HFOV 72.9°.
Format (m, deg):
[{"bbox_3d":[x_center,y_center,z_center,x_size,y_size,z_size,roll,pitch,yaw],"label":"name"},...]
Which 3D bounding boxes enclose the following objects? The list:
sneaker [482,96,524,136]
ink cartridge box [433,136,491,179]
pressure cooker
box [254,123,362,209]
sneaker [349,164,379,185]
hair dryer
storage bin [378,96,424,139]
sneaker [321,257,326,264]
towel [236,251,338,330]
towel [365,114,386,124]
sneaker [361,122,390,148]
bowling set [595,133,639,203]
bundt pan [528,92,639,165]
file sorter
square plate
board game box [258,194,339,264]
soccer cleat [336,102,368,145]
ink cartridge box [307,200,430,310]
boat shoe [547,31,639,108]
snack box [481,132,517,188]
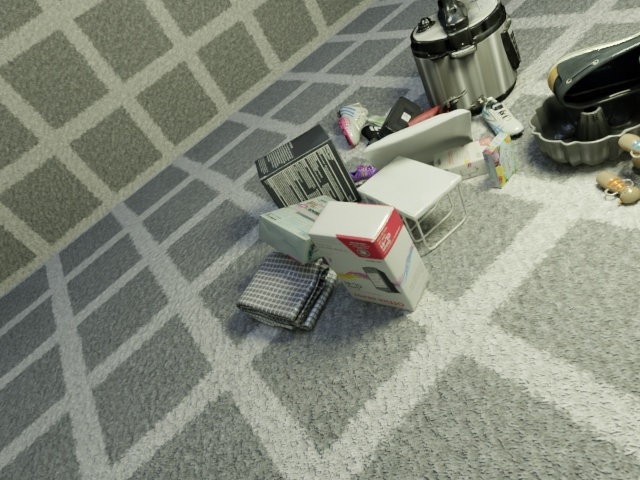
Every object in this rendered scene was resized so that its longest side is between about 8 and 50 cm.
[{"bbox_3d":[0.649,-0.444,1.561,0.085,0.086,0.237,-25,38,8],"label":"sneaker"},{"bbox_3d":[0.496,-0.270,1.490,0.198,0.067,0.115,-14,40,22],"label":"ink cartridge box"},{"bbox_3d":[0.552,-0.746,1.698,0.375,0.420,0.370,-42,36,-13],"label":"pressure cooker"},{"bbox_3d":[-0.044,-0.228,1.654,0.294,0.296,0.182,-29,36,4],"label":"box"},{"bbox_3d":[0.178,-0.271,1.694,0.170,0.071,0.068,-22,30,39],"label":"sneaker"},{"bbox_3d":[0.450,-0.491,1.625,0.224,0.080,0.293,-7,-12,-43],"label":"hair dryer"},{"bbox_3d":[0.331,-0.481,1.774,0.180,0.122,0.084,-62,5,-21],"label":"storage bin"},{"bbox_3d":[0.000,0.000,1.538,0.105,0.095,0.236,-26,41,-2],"label":"sneaker"},{"bbox_3d":[-0.113,0.158,1.408,0.284,0.121,0.235,4,51,40],"label":"towel"},{"bbox_3d":[0.280,-0.511,1.885,0.152,0.023,0.113,21,30,16],"label":"towel"},{"bbox_3d":[0.223,-0.439,1.877,0.121,0.079,0.217,-43,38,-16],"label":"sneaker"},{"bbox_3d":[0.849,-0.230,1.078,0.287,0.200,0.154,-31,37,10],"label":"bowling set"},{"bbox_3d":[0.807,-0.340,1.290,0.331,0.124,0.331,-20,38,16],"label":"bundt pan"},{"bbox_3d":[0.296,-0.119,1.375,0.193,0.173,0.278,-40,37,-11],"label":"file sorter"},{"bbox_3d":[0.341,-0.327,1.483,0.344,0.347,0.049,-20,78,18],"label":"square plate"},{"bbox_3d":[-0.018,-0.045,1.434,0.303,0.097,0.224,-22,38,-40],"label":"board game box"},{"bbox_3d":[0.161,-0.563,2.036,0.143,0.116,0.331,-24,37,13],"label":"soccer cleat"},{"bbox_3d":[0.139,0.044,1.192,0.226,0.306,0.131,7,52,41],"label":"ink cartridge box"},{"bbox_3d":[0.880,-0.477,1.146,0.500,0.187,0.156,-11,46,35],"label":"boat shoe"},{"bbox_3d":[0.562,-0.249,1.352,0.100,0.141,0.037,-47,37,-17],"label":"snack box"}]
